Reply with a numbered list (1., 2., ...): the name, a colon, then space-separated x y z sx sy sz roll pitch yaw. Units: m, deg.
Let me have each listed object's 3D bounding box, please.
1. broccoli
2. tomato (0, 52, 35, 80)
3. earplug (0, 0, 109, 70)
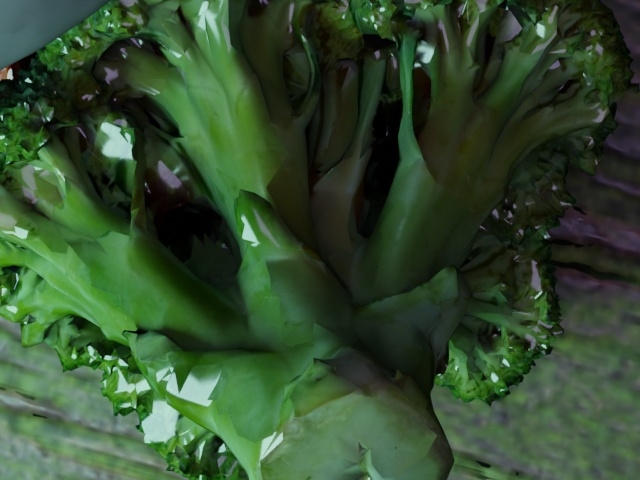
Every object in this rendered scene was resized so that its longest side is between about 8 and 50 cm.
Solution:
1. broccoli: 0.000 0.000 0.710 0.269 0.269 0.254 -45 120 10
2. tomato: -0.186 -0.063 0.813 0.155 0.069 0.156 3 102 14
3. earplug: -0.165 -0.174 0.690 0.214 0.175 0.326 -28 60 -2
